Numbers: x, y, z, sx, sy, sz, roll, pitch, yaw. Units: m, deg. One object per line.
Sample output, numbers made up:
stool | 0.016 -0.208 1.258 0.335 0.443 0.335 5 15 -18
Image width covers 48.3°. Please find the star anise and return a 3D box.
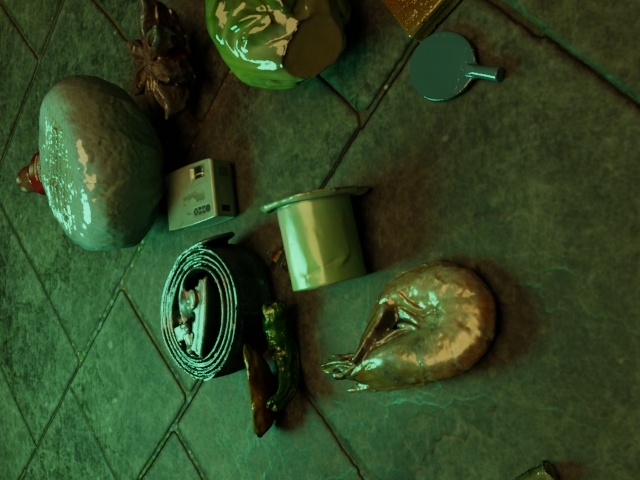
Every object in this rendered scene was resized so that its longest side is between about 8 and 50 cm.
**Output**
star anise | -0.302 -0.355 1.400 0.223 0.109 0.236 11 111 64

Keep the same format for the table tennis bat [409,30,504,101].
table tennis bat | 0.190 -0.245 1.012 0.155 0.019 0.100 20 102 42

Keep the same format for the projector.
projector | -0.227 -0.084 1.353 0.147 0.061 0.115 -13 81 41

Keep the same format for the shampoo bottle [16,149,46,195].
shampoo bottle | -0.621 -0.181 1.700 0.314 0.076 0.118 -16 79 41

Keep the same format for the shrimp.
shrimp | 0.114 0.132 1.041 0.317 0.077 0.168 -22 65 35

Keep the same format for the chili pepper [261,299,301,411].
chili pepper | -0.067 0.192 1.195 0.050 0.073 0.182 -10 77 15

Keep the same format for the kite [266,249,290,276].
kite | -0.047 0.026 1.226 0.122 0.004 0.090 -25 73 39

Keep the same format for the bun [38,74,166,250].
bun | -0.427 -0.147 1.409 0.362 0.211 0.362 20 113 57

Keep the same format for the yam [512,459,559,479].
yam | 0.251 0.326 0.934 0.033 0.027 0.129 46 121 -3

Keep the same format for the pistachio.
pistachio | -0.100 0.253 1.220 0.089 0.049 0.173 -118 22 -72

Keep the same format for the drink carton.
drink carton | 0.000 0.000 1.100 0.146 0.144 0.142 -13 86 41

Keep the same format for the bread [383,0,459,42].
bread | 0.148 -0.354 1.040 0.094 0.035 0.090 -44 61 32

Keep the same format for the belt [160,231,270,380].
belt | -0.184 0.114 1.275 0.206 0.116 0.267 23 107 37

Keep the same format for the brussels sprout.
brussels sprout | -0.066 -0.352 1.128 0.244 0.244 0.244 -1 88 42
